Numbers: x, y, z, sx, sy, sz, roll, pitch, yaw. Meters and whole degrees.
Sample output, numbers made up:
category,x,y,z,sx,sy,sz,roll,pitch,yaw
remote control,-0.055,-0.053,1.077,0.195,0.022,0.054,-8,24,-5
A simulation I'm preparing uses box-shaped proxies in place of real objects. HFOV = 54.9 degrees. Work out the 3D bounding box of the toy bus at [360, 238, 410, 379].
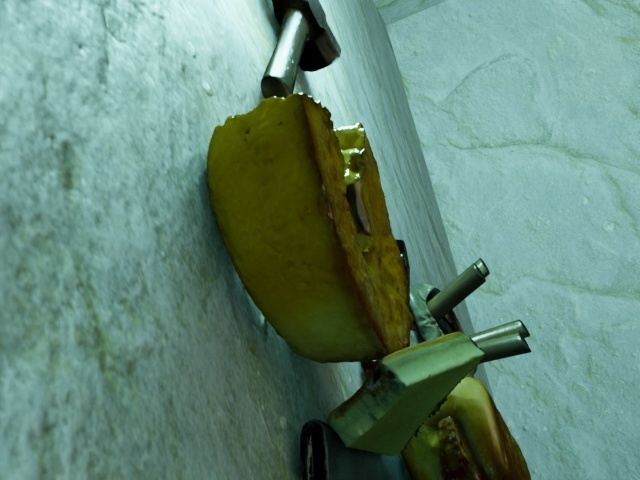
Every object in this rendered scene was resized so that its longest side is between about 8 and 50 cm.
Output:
category,x,y,z,sx,sy,sz,roll,pitch,yaw
toy bus,0.138,0.132,1.271,0.409,0.093,0.092,-76,152,-58

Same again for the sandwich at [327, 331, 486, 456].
category,x,y,z,sx,sy,sz,roll,pitch,yaw
sandwich,0.086,0.232,0.838,0.212,0.245,0.063,-6,45,-44

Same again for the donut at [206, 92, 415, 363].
category,x,y,z,sx,sy,sz,roll,pitch,yaw
donut,0.000,0.000,0.868,0.435,0.163,0.377,10,65,-73

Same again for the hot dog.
category,x,y,z,sx,sy,sz,roll,pitch,yaw
hot dog,0.272,0.429,1.130,0.405,0.185,0.223,54,24,-43

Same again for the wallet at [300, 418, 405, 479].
category,x,y,z,sx,sy,sz,roll,pitch,yaw
wallet,0.061,0.374,0.873,0.379,0.046,0.190,46,32,-57

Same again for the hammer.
category,x,y,z,sx,sy,sz,roll,pitch,yaw
hammer,-0.064,-0.379,1.193,0.408,0.095,0.242,-79,147,-47

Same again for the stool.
category,x,y,z,sx,sy,sz,roll,pitch,yaw
stool,0.415,0.216,1.732,0.310,0.226,0.310,58,16,8

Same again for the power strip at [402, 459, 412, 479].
category,x,y,z,sx,sy,sz,roll,pitch,yaw
power strip,0.193,0.493,1.188,0.047,0.030,0.191,21,54,-69
